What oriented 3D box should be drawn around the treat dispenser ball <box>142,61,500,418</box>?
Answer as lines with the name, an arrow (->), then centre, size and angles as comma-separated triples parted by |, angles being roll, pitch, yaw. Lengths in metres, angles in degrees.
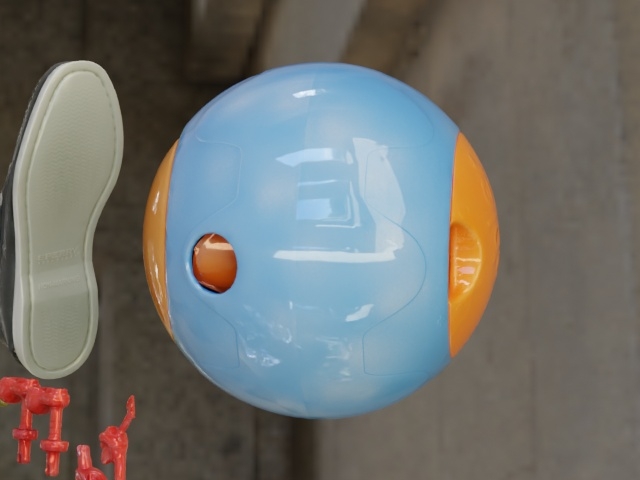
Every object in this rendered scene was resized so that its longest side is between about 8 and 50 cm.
treat dispenser ball -> 0.000, 0.000, 1.608 | 0.288, 0.288, 0.288 | -179, 90, -81

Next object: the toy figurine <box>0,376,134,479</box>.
toy figurine -> -0.316, 0.196, 1.509 | 0.362, 0.217, 0.191 | 3, 88, 54

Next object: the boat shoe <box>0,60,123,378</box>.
boat shoe -> -0.257, -0.026, 1.837 | 0.091, 0.114, 0.303 | 27, 110, 48
